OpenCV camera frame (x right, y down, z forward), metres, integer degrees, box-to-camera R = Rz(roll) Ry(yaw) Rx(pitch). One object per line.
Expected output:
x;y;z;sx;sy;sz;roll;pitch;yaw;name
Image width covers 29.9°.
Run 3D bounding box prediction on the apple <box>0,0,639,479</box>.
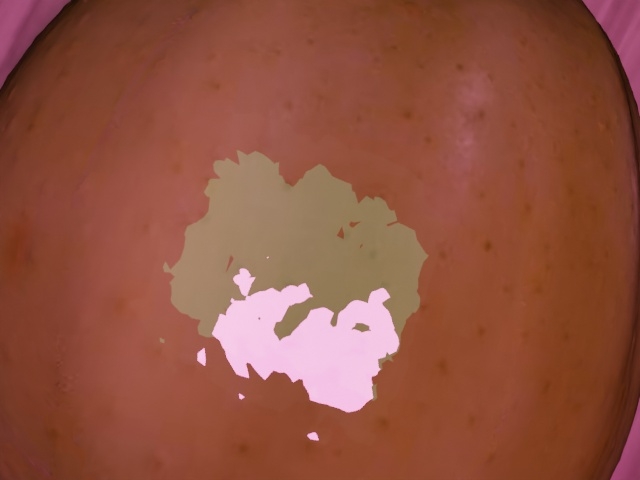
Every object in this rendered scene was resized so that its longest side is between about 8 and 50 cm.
0.000;0.000;0.618;0.320;0.311;0.360;18;84;-53;apple
